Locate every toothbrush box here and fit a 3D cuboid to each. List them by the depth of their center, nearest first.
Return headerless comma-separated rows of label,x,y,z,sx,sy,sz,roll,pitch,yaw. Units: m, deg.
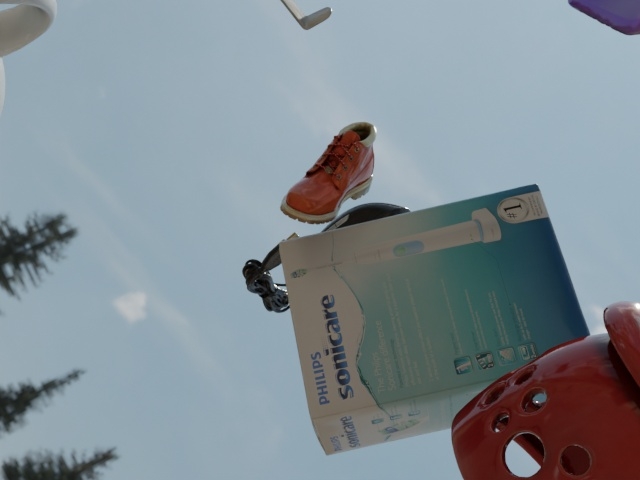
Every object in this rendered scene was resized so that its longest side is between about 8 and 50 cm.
toothbrush box,0.120,0.086,1.111,0.126,0.296,0.216,76,1,-59

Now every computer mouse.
computer mouse,0.000,0.000,1.484,0.060,0.262,0.184,59,7,24

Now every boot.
boot,0.011,-0.075,1.095,0.059,0.158,0.084,27,-54,18

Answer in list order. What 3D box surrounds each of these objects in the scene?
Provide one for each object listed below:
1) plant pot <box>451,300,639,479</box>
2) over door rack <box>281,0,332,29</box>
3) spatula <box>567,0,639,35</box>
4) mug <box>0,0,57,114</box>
plant pot,0.222,0.157,0.759,0.174,0.191,0.191,-41,-105,21
over door rack,0.065,-0.380,0.947,0.108,0.239,0.324,34,-51,-31
spatula,0.148,-0.203,0.631,0.030,0.084,0.296,55,3,-43
mug,-0.477,-0.221,1.132,0.328,0.374,0.276,135,-62,-84
